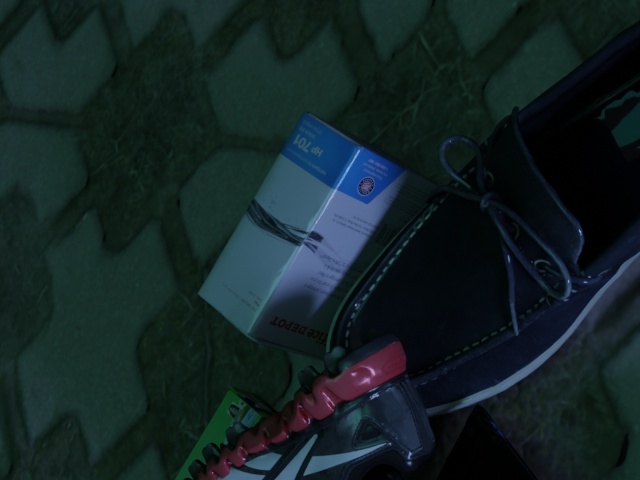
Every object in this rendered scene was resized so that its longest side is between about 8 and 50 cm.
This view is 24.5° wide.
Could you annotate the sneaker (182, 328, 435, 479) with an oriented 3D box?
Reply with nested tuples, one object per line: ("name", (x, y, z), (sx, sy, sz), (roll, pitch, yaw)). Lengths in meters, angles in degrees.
("sneaker", (-0.009, 0.191, 1.224), (0.276, 0.098, 0.135), (-40, 79, 35))

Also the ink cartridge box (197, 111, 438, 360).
("ink cartridge box", (0.000, 0.000, 1.310), (0.082, 0.140, 0.190), (37, 98, 36))

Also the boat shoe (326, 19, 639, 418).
("boat shoe", (0.182, -0.028, 1.184), (0.500, 0.156, 0.186), (-38, 60, 22))

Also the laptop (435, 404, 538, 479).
("laptop", (0.171, 0.304, 1.151), (0.234, 0.137, 0.264), (-64, 26, 16))

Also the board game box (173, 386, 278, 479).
("board game box", (-0.085, 0.323, 1.333), (0.213, 0.046, 0.317), (36, 98, 37))
